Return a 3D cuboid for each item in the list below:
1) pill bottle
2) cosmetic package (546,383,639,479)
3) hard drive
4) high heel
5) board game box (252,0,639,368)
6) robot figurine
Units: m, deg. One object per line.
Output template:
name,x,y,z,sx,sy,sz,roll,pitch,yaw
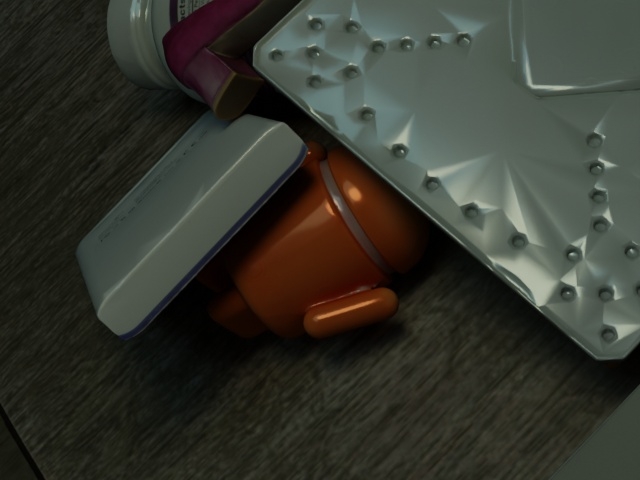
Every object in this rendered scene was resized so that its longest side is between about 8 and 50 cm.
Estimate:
pill bottle,-0.057,-0.219,1.223,0.302,0.169,0.169,0,60,32
cosmetic package,0.232,0.179,0.813,0.238,0.107,0.127,-46,47,1
hard drive,-0.129,-0.029,1.117,0.210,0.040,0.319,-46,16,-4
high heel,-0.051,-0.229,1.085,0.117,0.082,0.244,50,118,32
board game box,0.211,-0.155,0.986,0.390,0.050,0.390,-44,67,-8
robot figurine,0.001,0.002,1.063,0.219,0.128,0.158,-32,21,11
